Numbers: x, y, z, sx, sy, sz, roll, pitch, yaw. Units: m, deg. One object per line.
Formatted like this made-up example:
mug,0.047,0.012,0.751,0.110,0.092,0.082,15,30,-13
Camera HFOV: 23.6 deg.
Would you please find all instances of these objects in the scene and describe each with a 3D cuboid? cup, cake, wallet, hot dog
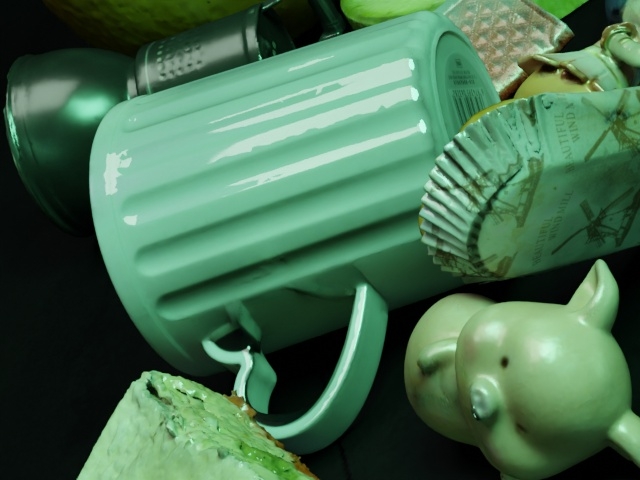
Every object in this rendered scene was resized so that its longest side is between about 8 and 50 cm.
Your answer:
cup,0.005,-0.003,0.855,0.202,0.221,0.167,-18,-4,23
cake,-0.043,0.149,0.687,0.116,0.086,0.220,-58,38,2
wallet,0.064,-0.093,0.997,0.196,0.020,0.103,-41,45,-4
hot dog,0.130,-0.033,0.737,0.191,0.108,0.059,-10,45,-31

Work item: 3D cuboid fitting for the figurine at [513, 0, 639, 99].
figurine,0.186,-0.118,0.856,0.195,0.111,0.102,-41,48,-15

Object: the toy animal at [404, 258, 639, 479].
toy animal,0.087,0.059,0.697,0.089,0.083,0.150,-42,26,-23

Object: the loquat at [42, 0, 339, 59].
loquat,-0.107,-0.297,1.263,0.328,0.328,0.328,-26,27,15

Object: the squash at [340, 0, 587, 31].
squash,0.133,-0.222,1.154,0.252,0.049,0.252,-25,28,15

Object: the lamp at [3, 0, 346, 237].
lamp,-0.098,-0.097,1.124,0.227,0.147,0.172,-17,46,18
